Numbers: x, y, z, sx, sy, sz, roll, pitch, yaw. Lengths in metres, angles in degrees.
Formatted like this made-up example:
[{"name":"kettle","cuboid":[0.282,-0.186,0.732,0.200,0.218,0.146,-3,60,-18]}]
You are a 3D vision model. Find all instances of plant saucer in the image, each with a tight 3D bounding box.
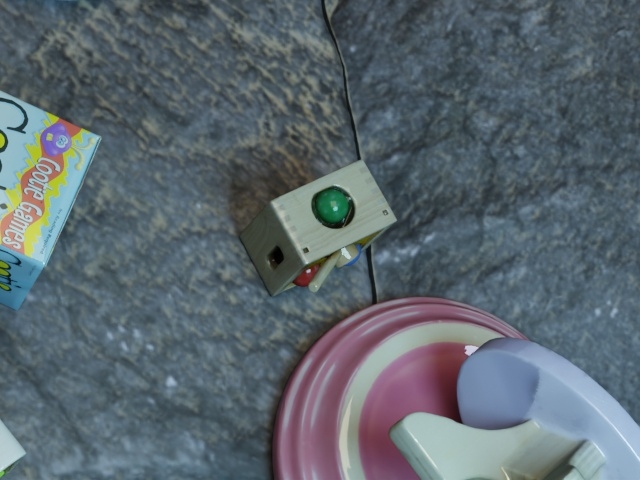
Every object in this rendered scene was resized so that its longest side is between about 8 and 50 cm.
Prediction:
[{"name":"plant saucer","cuboid":[0.121,0.208,1.725,0.332,0.084,0.332,6,70,-18]}]

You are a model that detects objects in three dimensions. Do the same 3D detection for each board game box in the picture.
[{"name":"board game box","cuboid":[-0.363,-0.071,1.618,0.275,0.144,0.142,25,65,-10]}]

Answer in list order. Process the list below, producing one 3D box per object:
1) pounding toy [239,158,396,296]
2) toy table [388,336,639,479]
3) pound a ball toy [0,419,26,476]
[{"name":"pounding toy","cuboid":[0.000,0.000,1.722,0.130,0.141,0.100,-26,82,-25]},{"name":"toy table","cuboid":[0.190,0.233,1.574,0.274,0.252,0.161,44,47,13]},{"name":"pound a ball toy","cuboid":[-0.404,0.161,1.527,0.208,0.136,0.319,-37,86,-26]}]
